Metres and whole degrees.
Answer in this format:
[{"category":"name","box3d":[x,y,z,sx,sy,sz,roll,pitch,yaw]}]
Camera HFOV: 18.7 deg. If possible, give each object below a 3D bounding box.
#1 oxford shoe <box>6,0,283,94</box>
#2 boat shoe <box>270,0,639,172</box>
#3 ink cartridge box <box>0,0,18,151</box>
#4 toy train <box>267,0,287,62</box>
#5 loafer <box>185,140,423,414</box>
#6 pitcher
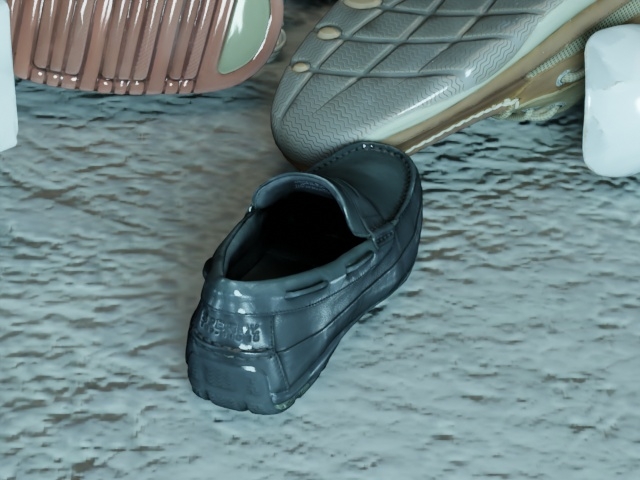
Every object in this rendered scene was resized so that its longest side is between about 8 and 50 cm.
[{"category":"oxford shoe","box3d":[-0.213,-0.189,1.161,0.397,0.140,0.146,18,10,-5]},{"category":"boat shoe","box3d":[0.118,-0.119,1.120,0.324,0.116,0.123,-34,44,-16]},{"category":"ink cartridge box","box3d":[-0.272,-0.076,0.947,0.148,0.086,0.203,27,38,36]},{"category":"toy train","box3d":[-0.096,-0.158,1.252,0.166,0.046,0.125,16,58,4]},{"category":"loafer","box3d":[0.000,0.000,0.939,0.076,0.078,0.223,13,31,17]},{"category":"pitcher","box3d":[0.268,-0.078,1.072,0.207,0.125,0.178,4,12,25]}]
